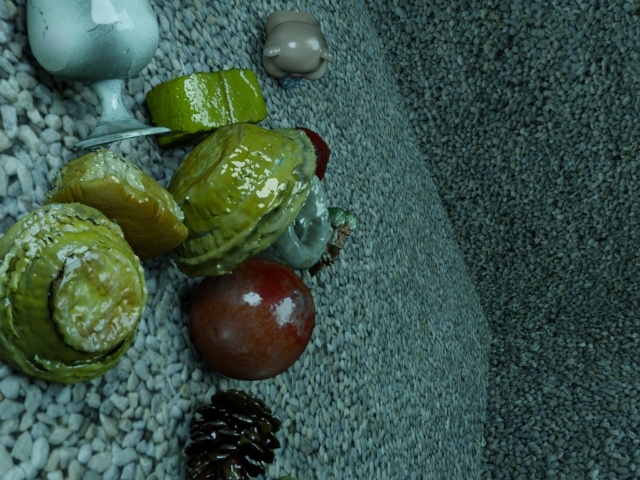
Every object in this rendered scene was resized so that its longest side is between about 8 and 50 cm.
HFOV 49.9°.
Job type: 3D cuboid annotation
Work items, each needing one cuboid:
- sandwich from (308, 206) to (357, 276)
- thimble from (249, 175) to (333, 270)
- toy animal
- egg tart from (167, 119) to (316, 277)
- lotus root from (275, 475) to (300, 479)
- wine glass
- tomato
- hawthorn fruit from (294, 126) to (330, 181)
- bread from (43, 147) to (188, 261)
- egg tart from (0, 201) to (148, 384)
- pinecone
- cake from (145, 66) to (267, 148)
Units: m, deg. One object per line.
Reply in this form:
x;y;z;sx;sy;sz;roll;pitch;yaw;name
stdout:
0.008;-0.004;1.952;0.109;0.184;0.160;39;39;-42;sandwich
-0.108;-0.056;1.719;0.291;0.195;0.292;-10;90;-68;thimble
-0.073;-0.598;2.086;0.229;0.209;0.221;124;-35;-77;toy animal
-0.182;-0.109;1.384;0.169;0.387;0.388;46;37;-32;egg tart
-0.093;0.591;1.510;0.183;0.090;0.077;-49;126;-57;lotus root
-0.389;-0.329;1.228;0.238;0.238;0.323;-33;112;-65;wine glass
-0.136;0.160;1.451;0.265;0.264;0.265;42;40;-50;tomato
-0.063;-0.215;1.907;0.235;0.181;0.181;-88;155;-64;hawthorn fruit
-0.354;-0.054;1.215;0.245;0.174;0.121;50;35;-51;bread
-0.372;0.089;1.068;0.294;0.123;0.294;-12;106;-51;egg tart
-0.178;0.396;1.350;0.184;0.179;0.204;48;47;-7;pinecone
-0.254;-0.293;1.526;0.260;0.179;0.156;-18;97;-48;cake
